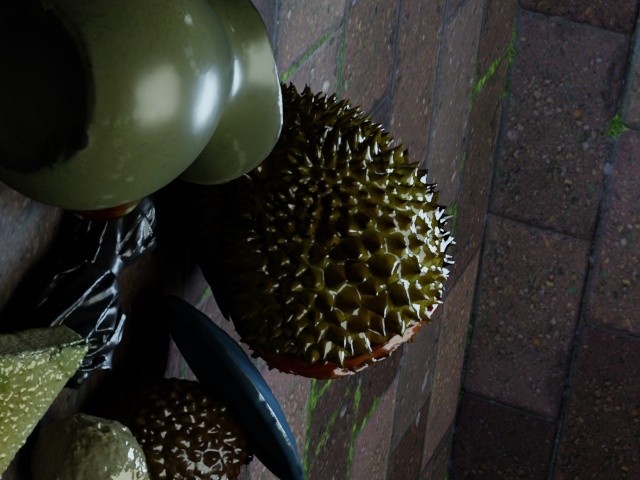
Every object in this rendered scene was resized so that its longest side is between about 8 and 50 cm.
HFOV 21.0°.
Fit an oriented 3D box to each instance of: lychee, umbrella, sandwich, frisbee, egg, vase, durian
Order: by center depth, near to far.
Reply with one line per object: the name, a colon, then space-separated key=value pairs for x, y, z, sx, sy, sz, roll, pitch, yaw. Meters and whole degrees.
vase: x=-0.171 y=-0.198 z=1.572 sx=0.302 sy=0.241 sz=0.329 roll=-15 pitch=114 yaw=-56
sandwich: x=-0.324 y=0.172 z=1.677 sx=0.193 sy=0.058 sz=0.162 roll=-9 pitch=118 yaw=-44
umbrella: x=-0.236 y=0.004 z=1.852 sx=0.118 sy=0.118 sz=0.340 roll=79 pitch=24 yaw=-57
egg: x=-0.256 y=0.253 z=1.928 sx=0.118 sy=0.140 sz=0.116 roll=98 pitch=11 yaw=-68
lychee: x=-0.177 y=0.255 z=2.084 sx=0.238 sy=0.200 sz=0.200 roll=3 pitch=106 yaw=-42
durian: x=-0.002 y=-0.004 z=2.121 sx=0.384 sy=0.347 sz=0.348 roll=47 pitch=60 yaw=-55
frisbee: x=-0.098 y=0.177 z=2.133 sx=0.049 sy=0.289 sz=0.289 roll=-36 pitch=151 yaw=-14

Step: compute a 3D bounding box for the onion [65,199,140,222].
onion: x=-0.222 y=-0.075 z=1.765 sx=0.118 sy=0.118 sz=0.117 roll=-35 pitch=124 yaw=-64
